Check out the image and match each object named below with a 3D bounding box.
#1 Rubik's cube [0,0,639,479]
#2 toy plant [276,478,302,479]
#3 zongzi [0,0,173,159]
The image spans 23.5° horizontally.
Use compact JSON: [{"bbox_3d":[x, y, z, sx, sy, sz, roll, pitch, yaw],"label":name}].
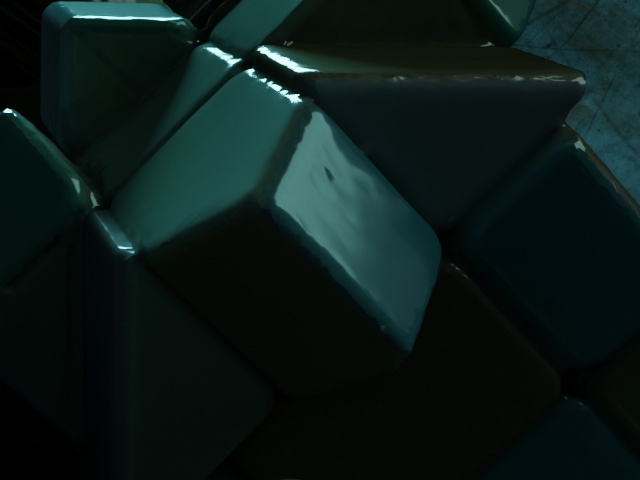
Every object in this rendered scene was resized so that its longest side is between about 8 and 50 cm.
[{"bbox_3d":[0.000,0.000,0.505,0.213,0.224,0.265,45,5,-21],"label":"Rubik's cube"},{"bbox_3d":[0.081,0.155,0.331,0.232,0.112,0.243,48,-7,-29],"label":"toy plant"},{"bbox_3d":[-0.144,-0.110,1.094,0.317,0.154,0.289,34,-6,47],"label":"zongzi"}]
